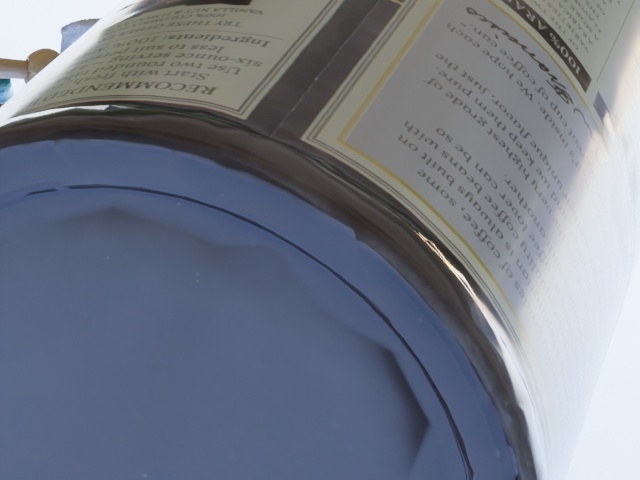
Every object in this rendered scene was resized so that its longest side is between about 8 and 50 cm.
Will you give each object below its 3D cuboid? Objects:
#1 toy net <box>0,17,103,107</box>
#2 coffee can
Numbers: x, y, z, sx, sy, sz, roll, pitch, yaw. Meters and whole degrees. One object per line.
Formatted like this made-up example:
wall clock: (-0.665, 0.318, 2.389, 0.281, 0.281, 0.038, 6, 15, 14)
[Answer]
toy net: (-0.191, -0.083, 1.099, 0.232, 0.045, 0.122, -14, 167, 14)
coffee can: (0.000, 0.000, 0.575, 0.201, 0.202, 0.275, 12, -149, 14)
